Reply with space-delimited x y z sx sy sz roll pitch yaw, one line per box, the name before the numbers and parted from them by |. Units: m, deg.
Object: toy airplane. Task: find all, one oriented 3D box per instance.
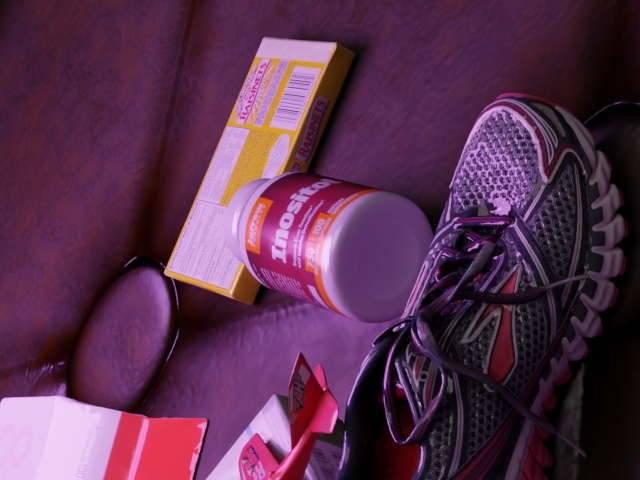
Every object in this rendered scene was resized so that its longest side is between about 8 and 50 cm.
toy airplane | -0.020 0.134 0.895 0.151 0.028 0.151 -168 90 -76

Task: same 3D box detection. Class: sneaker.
sneaker | 0.085 0.052 0.865 0.121 0.112 0.299 -7 63 50

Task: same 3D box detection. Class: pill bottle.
pill bottle | 0.000 0.000 1.028 0.152 0.086 0.086 16 82 55

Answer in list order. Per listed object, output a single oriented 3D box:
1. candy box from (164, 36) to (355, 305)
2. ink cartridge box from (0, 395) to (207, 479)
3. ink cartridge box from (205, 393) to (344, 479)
candy box | -0.047 -0.057 1.176 0.105 0.027 0.206 15 81 57
ink cartridge box | -0.195 0.215 1.176 0.232 0.066 0.189 -11 60 54
ink cartridge box | -0.050 0.213 0.981 0.209 0.062 0.109 -52 37 18
